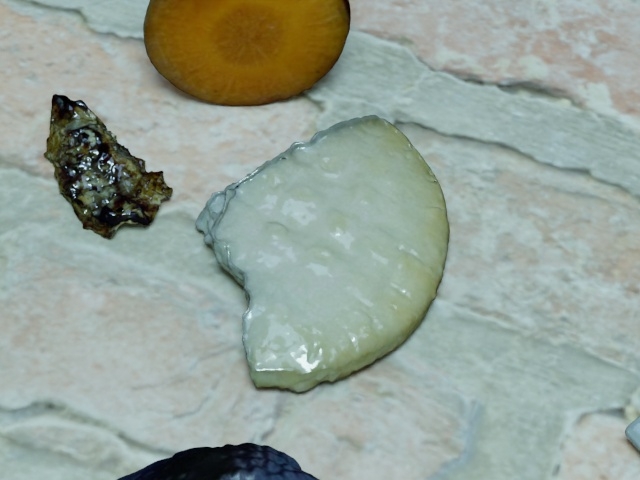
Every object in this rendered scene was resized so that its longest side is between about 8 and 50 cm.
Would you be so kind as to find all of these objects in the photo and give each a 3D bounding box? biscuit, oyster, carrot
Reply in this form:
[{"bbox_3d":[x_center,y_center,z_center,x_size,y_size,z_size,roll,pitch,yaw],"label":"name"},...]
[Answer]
[{"bbox_3d":[0.000,0.000,1.182,0.188,0.040,0.265,17,52,5],"label":"biscuit"},{"bbox_3d":[-0.173,-0.056,1.212,0.132,0.029,0.086,32,56,16],"label":"oyster"},{"bbox_3d":[-0.057,-0.239,1.290,0.159,0.159,0.225,2,50,-5],"label":"carrot"}]

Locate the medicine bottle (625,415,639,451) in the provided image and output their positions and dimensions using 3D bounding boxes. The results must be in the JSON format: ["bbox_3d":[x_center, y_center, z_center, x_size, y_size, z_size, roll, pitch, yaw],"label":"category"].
[{"bbox_3d":[0.309,0.177,1.068,0.092,0.061,0.220,-40,63,-9],"label":"medicine bottle"}]

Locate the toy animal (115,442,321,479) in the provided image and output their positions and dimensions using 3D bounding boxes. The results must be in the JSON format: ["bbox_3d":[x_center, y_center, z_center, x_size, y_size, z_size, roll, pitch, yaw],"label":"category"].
[{"bbox_3d":[-0.051,0.194,0.935,0.298,0.185,0.122,7,54,23],"label":"toy animal"}]
